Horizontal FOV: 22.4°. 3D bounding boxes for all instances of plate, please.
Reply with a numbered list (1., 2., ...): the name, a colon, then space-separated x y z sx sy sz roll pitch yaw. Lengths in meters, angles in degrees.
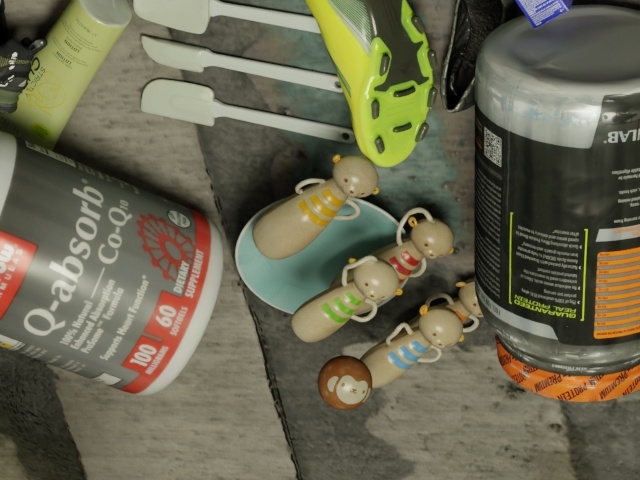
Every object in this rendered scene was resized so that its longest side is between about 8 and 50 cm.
1. plate: 0.004 0.012 1.701 0.188 0.024 0.188 2 135 2

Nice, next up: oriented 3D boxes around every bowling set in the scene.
1. bowling set: 0.073 0.071 1.609 0.287 0.199 0.154 33 126 -32

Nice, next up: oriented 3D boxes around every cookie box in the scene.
1. cookie box: 0.187 -0.258 1.456 0.040 0.092 0.107 -28 107 30

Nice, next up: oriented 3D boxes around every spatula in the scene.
1. spatula: -0.077 -0.181 1.655 0.242 0.019 0.168 12 124 14

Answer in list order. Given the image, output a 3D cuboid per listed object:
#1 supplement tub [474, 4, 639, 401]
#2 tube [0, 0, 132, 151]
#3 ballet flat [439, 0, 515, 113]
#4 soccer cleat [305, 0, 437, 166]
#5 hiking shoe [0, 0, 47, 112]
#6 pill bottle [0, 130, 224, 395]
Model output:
1. supplement tub: 0.246 -0.031 1.505 0.207 0.207 0.338 8 123 17
2. tube: -0.280 -0.175 1.718 0.240 0.062 0.070 -45 55 41
3. ballet flat: 0.149 -0.198 1.534 0.057 0.049 0.173 16 125 13
4. soccer cleat: 0.036 -0.211 1.559 0.121 0.093 0.289 23 134 50
5. hiking shoe: -0.388 -0.235 1.711 0.227 0.086 0.114 37 104 10
6. pill bottle: -0.302 0.011 1.677 0.363 0.210 0.210 23 130 -23
